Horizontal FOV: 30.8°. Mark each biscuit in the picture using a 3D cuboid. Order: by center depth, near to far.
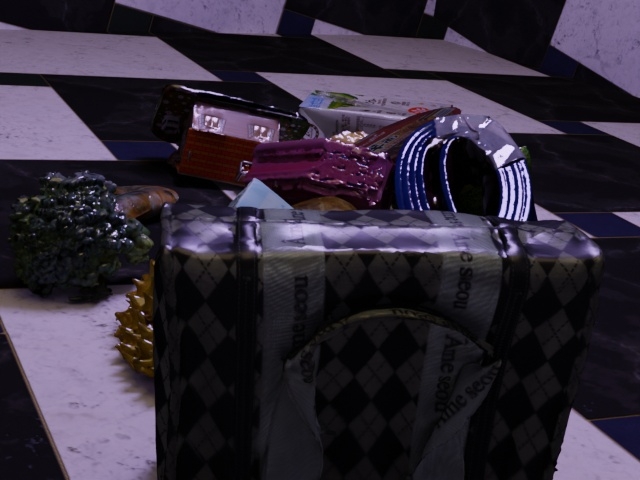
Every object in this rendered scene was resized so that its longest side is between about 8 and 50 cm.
[{"bbox_3d":[0.076,-0.168,2.403,0.183,0.118,0.061,3,-24,0],"label":"biscuit"}]

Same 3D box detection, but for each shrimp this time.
[{"bbox_3d":[-0.358,-0.057,1.940,0.169,0.058,0.296,4,14,22],"label":"shrimp"}]

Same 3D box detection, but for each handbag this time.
[{"bbox_3d":[0.045,0.131,1.139,0.416,0.317,0.180,1,20,-5],"label":"handbag"}]

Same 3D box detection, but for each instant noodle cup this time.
[{"bbox_3d":[0.143,-0.141,2.074,0.274,0.091,0.274,-24,16,7],"label":"instant noodle cup"}]

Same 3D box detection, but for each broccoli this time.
[{"bbox_3d":[-0.340,-0.018,1.682,0.198,0.177,0.275,0,8,-6],"label":"broccoli"}]

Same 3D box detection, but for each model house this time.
[{"bbox_3d":[-0.185,-0.165,2.246,0.293,0.154,0.207,11,-26,-15],"label":"model house"}]

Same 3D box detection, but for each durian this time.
[{"bbox_3d":[-0.171,0.085,1.481,0.191,0.112,0.341,11,20,4],"label":"durian"}]

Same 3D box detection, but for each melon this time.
[{"bbox_3d":[0.243,-0.052,2.030,0.265,0.129,0.169,-14,20,34],"label":"melon"}]

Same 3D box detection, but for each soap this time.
[{"bbox_3d":[0.014,-0.087,1.921,0.250,0.099,0.162,1,-29,40],"label":"soap"}]

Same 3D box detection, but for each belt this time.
[{"bbox_3d":[0.228,-0.050,1.808,0.212,0.117,0.347,-14,43,9],"label":"belt"}]

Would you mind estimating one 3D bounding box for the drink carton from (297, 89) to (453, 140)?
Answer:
[{"bbox_3d":[0.119,-0.234,2.523,0.324,0.132,0.194,8,19,7],"label":"drink carton"}]

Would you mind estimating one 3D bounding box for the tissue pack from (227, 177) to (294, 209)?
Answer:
[{"bbox_3d":[-0.023,0.047,1.517,0.263,0.089,0.177,40,16,-6],"label":"tissue pack"}]

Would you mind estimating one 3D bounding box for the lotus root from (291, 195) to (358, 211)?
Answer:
[{"bbox_3d":[0.000,0.000,1.781,0.145,0.129,0.260,-4,18,-3],"label":"lotus root"}]
